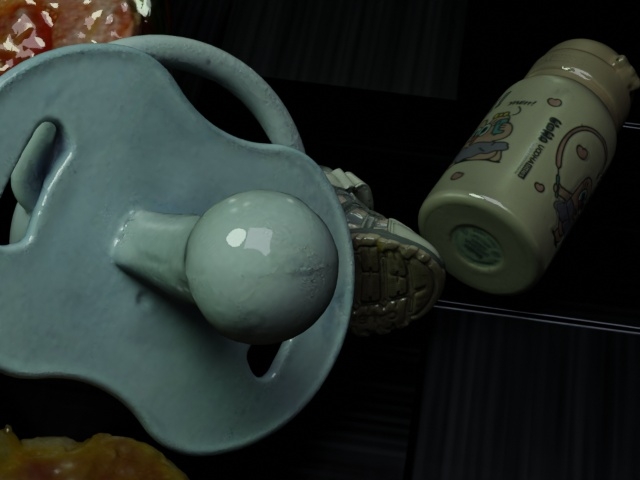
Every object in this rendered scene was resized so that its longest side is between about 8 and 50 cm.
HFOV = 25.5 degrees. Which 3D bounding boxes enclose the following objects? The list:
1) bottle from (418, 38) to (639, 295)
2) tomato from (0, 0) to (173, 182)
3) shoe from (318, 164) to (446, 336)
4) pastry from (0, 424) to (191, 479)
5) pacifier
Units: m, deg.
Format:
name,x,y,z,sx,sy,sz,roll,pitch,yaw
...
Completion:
name,x,y,z,sx,sy,sz,roll,pitch,yaw
bottle,0.155,-0.061,1.028,0.110,0.097,0.209,-13,31,48
tomato,-0.229,-0.144,1.033,0.309,0.170,0.309,-5,56,8
shoe,0.000,0.000,0.982,0.180,0.089,0.092,13,38,4
pastry,-0.150,0.215,0.786,0.218,0.100,0.229,29,51,16
pacifier,-0.064,0.001,0.803,0.226,0.287,0.238,10,69,55
